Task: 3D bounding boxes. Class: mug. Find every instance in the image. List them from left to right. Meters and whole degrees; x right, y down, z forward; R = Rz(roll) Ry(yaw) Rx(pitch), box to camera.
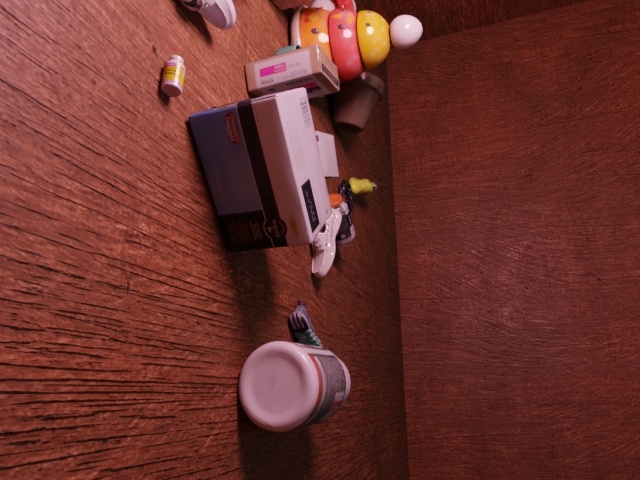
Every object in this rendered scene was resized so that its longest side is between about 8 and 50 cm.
[{"bbox_3d":[-0.102,-0.579,1.606,0.158,0.097,0.130,56,33,-55],"label":"mug"}]

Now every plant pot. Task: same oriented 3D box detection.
[{"bbox_3d":[0.151,-0.638,2.209,0.263,0.262,0.230,20,84,-69],"label":"plant pot"}]

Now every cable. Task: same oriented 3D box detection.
[{"bbox_3d":[0.121,-0.204,2.218,0.184,0.047,0.151,-61,140,-59],"label":"cable"}]

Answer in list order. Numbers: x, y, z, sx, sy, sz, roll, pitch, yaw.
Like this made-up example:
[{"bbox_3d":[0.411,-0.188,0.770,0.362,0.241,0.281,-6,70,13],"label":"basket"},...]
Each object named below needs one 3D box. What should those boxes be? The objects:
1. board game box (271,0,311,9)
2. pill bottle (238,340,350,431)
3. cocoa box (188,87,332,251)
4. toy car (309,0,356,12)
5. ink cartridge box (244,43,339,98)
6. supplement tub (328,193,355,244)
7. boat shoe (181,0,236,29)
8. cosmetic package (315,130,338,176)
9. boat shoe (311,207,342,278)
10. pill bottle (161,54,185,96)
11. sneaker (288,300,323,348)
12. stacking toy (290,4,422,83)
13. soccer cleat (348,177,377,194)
[{"bbox_3d":[-0.078,-0.984,1.605,0.141,0.231,0.292,-14,98,-71],"label":"board game box"},{"bbox_3d":[-0.048,0.387,1.272,0.363,0.210,0.211,37,50,-65],"label":"pill bottle"},{"bbox_3d":[-0.134,-0.176,1.175,0.231,0.227,0.348,-56,136,-63],"label":"cocoa box"},{"bbox_3d":[0.014,-0.966,2.027,0.237,0.210,0.220,-24,94,-41],"label":"toy car"},{"bbox_3d":[-0.081,-0.491,1.426,0.193,0.234,0.088,-6,88,-71],"label":"ink cartridge box"},{"bbox_3d":[0.066,-0.086,1.907,0.117,0.116,0.191,-71,150,-51],"label":"supplement tub"},{"bbox_3d":[-0.292,-0.572,1.082,0.258,0.095,0.084,39,51,-50],"label":"boat shoe"},{"bbox_3d":[-0.039,-0.280,1.609,0.183,0.151,0.152,-23,106,-70],"label":"cosmetic package"},{"bbox_3d":[0.000,0.000,1.747,0.096,0.098,0.277,26,64,-34],"label":"boat shoe"},{"bbox_3d":[-0.311,-0.350,1.000,0.043,0.043,0.084,46,41,-61],"label":"pill bottle"},{"bbox_3d":[-0.036,0.306,1.541,0.098,0.083,0.224,-72,149,-60],"label":"sneaker"},{"bbox_3d":[0.150,-0.772,1.819,0.350,0.478,0.351,-7,90,-72],"label":"stacking toy"},{"bbox_3d":[0.220,-0.280,2.415,0.289,0.121,0.094,-17,100,-71],"label":"soccer cleat"}]
